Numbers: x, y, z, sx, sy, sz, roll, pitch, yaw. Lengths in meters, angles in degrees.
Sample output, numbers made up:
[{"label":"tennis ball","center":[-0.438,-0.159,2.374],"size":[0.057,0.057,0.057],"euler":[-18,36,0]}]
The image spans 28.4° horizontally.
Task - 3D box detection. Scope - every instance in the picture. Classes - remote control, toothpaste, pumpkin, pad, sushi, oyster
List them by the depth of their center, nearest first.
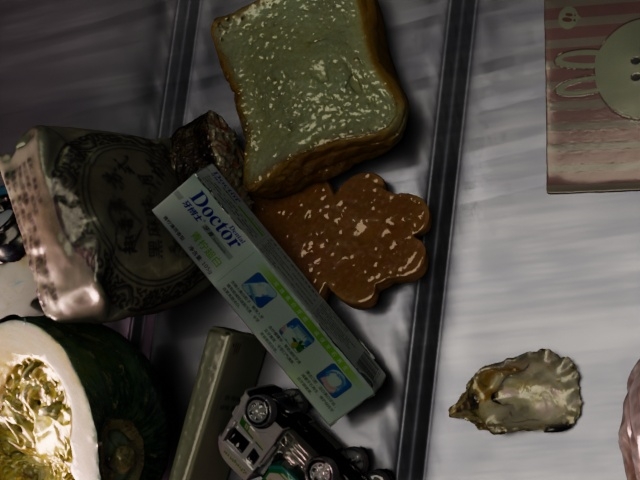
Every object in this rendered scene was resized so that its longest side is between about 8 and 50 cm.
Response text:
[{"label":"oyster","center":[0.235,0.185,1.469],"size":[0.146,0.045,0.121],"euler":[-47,66,-2]},{"label":"toothpaste","center":[-0.059,0.063,1.513],"size":[0.081,0.067,0.336],"euler":[-38,92,22]},{"label":"pad","center":[0.368,-0.206,1.514],"size":[0.202,0.005,0.299],"euler":[-2,80,19]},{"label":"remote control","center":[-0.140,0.247,1.549],"size":[0.038,0.123,0.285],"euler":[15,87,22]},{"label":"pumpkin","center":[-0.308,0.238,1.572],"size":[0.263,0.197,0.293],"euler":[-8,85,32]},{"label":"sushi","center":[-0.136,-0.089,1.597],"size":[0.078,0.090,0.150],"euler":[-27,56,21]}]

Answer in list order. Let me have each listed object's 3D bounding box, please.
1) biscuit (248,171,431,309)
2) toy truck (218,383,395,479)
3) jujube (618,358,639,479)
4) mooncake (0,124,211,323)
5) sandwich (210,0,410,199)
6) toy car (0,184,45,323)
[{"label":"biscuit","center":[0.000,0.000,1.583],"size":[0.289,0.044,0.202],"euler":[-5,72,17]},{"label":"toy truck","center":[-0.008,0.287,1.504],"size":[0.253,0.114,0.124],"euler":[41,106,21]},{"label":"jujube","center":[0.432,0.245,1.309],"size":[0.226,0.226,0.317],"euler":[-12,71,17]},{"label":"mooncake","center":[-0.252,-0.023,1.564],"size":[0.136,0.250,0.254],"euler":[-25,77,33]},{"label":"sandwich","center":[-0.015,-0.200,1.584],"size":[0.226,0.087,0.251],"euler":[-19,69,9]},{"label":"toy car","center":[-0.425,0.019,1.659],"size":[0.255,0.188,0.190],"euler":[-31,45,8]}]
